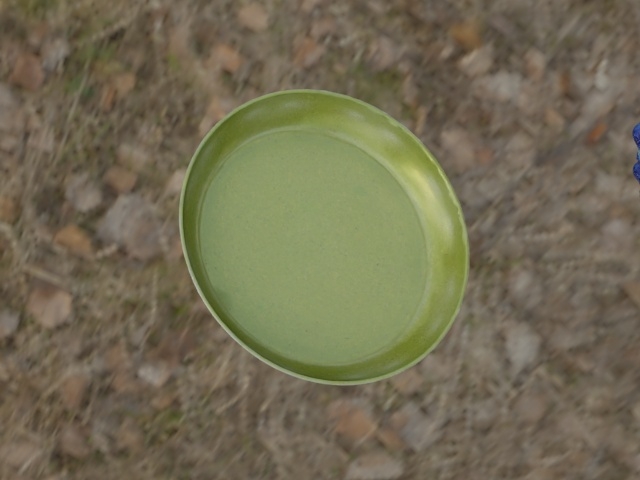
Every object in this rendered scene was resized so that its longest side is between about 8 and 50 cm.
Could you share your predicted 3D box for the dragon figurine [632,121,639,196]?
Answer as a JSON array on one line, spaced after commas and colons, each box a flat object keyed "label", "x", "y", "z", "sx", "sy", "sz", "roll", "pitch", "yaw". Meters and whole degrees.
[{"label": "dragon figurine", "x": 0.352, "y": 0.012, "z": 1.457, "sx": 0.144, "sy": 0.085, "sz": 0.289, "roll": -35, "pitch": 74, "yaw": 5}]

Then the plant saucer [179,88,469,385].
[{"label": "plant saucer", "x": 0.000, "y": 0.000, "z": 1.494, "sx": 0.241, "sy": 0.037, "sz": 0.241, "roll": 8, "pitch": 69, "yaw": -20}]
